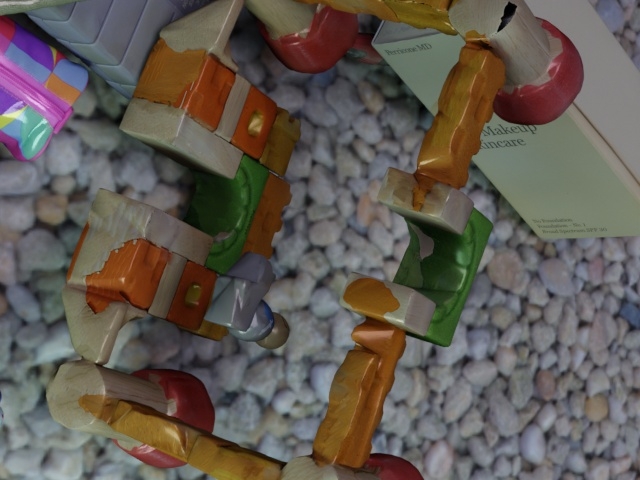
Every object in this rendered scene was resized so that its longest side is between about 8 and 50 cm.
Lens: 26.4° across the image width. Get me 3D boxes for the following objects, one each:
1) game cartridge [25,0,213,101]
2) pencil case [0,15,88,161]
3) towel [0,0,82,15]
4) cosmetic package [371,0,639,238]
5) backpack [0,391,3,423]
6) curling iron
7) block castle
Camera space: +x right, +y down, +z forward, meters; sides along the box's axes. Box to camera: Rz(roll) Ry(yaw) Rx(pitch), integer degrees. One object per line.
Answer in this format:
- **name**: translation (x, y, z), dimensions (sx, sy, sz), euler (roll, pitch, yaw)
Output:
- **game cartridge**: translation (-0.118, -0.300, 1.130), dimensions (0.355, 0.068, 0.230), euler (-69, 154, -13)
- **pencil case**: translation (-0.290, -0.157, 1.043), dimensions (0.236, 0.104, 0.104), euler (36, 72, -35)
- **towel**: translation (-0.331, -0.272, 0.944), dimensions (0.324, 0.056, 0.312), euler (-13, 61, -25)
- **cosmetic package**: translation (0.210, -0.136, 1.305), dimensions (0.309, 0.160, 0.113), euler (43, 61, -32)
- **backpack**: translation (-0.307, 0.133, 1.044), dimensions (0.114, 0.105, 0.084), euler (-43, 132, -15)
- **curling iron**: translation (0.054, -0.198, 1.307), dimensions (0.274, 0.035, 0.068), euler (13, 83, -31)
- **block castle**: translation (0.000, 0.000, 1.106), dimensions (0.213, 0.303, 0.453), euler (31, 77, -63)
